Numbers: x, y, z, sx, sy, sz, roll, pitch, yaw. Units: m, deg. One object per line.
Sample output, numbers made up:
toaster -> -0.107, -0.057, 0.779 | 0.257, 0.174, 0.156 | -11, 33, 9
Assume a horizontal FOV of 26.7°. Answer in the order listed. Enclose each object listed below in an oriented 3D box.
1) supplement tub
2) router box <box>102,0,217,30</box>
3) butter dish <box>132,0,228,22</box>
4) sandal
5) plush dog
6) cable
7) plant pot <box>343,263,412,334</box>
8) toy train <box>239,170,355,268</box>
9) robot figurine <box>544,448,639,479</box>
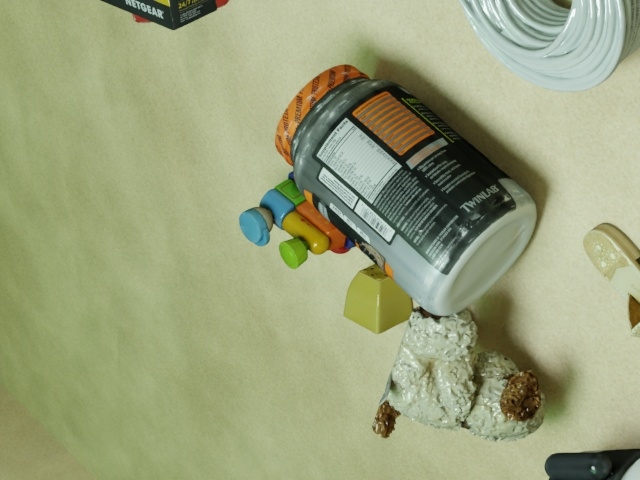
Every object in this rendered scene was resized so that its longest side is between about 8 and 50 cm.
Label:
supplement tub -> 0.108, -0.076, 1.821 | 0.338, 0.207, 0.207 | 44, 146, 23
router box -> -0.282, -0.444, 1.835 | 0.309, 0.081, 0.242 | 27, 137, 41
butter dish -> -0.228, -0.432, 2.063 | 0.118, 0.160, 0.160 | -121, 22, -46
sandal -> 0.401, 0.088, 1.676 | 0.240, 0.079, 0.088 | 48, 147, 16
plush dog -> 0.211, 0.215, 1.922 | 0.225, 0.210, 0.262 | 20, 176, 6
cable -> 0.260, -0.295, 1.532 | 0.257, 0.089, 0.257 | -4, 114, 55
plant pot -> 0.090, 0.084, 2.110 | 0.081, 0.081, 0.083 | 26, 128, 41
toy train -> 0.000, 0.000, 2.097 | 0.248, 0.143, 0.105 | 40, 145, 28
robot figurine -> 0.410, 0.368, 1.815 | 0.278, 0.209, 0.173 | -17, 73, 58
